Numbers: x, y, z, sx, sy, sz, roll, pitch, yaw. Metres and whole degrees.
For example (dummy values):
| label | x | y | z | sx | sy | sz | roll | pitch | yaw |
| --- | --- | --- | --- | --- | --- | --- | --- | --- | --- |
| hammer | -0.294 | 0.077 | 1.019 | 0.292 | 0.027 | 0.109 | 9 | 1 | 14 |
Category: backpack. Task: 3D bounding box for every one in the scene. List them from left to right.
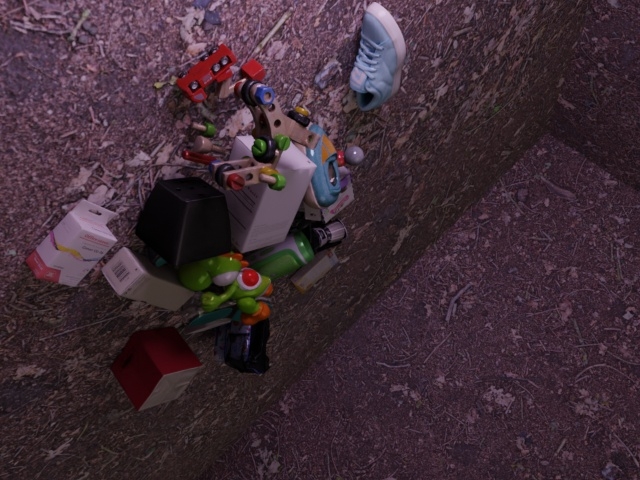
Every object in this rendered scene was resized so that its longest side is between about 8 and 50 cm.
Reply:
| label | x | y | z | sx | sy | sz | roll | pitch | yaw |
| --- | --- | --- | --- | --- | --- | --- | --- | --- | --- |
| backpack | -0.308 | 0.399 | 1.993 | 0.276 | 0.213 | 0.263 | 77 | 22 | -67 |

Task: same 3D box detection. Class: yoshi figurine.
| label | x | y | z | sx | sy | sz | roll | pitch | yaw |
| --- | --- | --- | --- | --- | --- | --- | --- | --- | --- |
| yoshi figurine | -0.305 | 0.128 | 1.518 | 0.203 | 0.203 | 0.362 | -49 | 141 | -10 |

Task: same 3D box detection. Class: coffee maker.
| label | x | y | z | sx | sy | sz | roll | pitch | yaw |
| --- | --- | --- | --- | --- | --- | --- | --- | --- | --- |
| coffee maker | 0.000 | 0.000 | 1.999 | 0.178 | 0.120 | 0.171 | -19 | 146 | -44 |

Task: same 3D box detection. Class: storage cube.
| label | x | y | z | sx | sy | sz | roll | pitch | yaw |
| --- | --- | --- | --- | --- | --- | --- | --- | --- | --- |
| storage cube | -0.565 | 0.438 | 1.689 | 0.184 | 0.193 | 0.215 | -53 | 154 | 16 |

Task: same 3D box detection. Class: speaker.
| label | x | y | z | sx | sy | sz | roll | pitch | yaw |
| --- | --- | --- | --- | --- | --- | --- | --- | --- | --- |
| speaker | -0.177 | 0.079 | 1.726 | 0.296 | 0.131 | 0.131 | -26 | 158 | 10 |

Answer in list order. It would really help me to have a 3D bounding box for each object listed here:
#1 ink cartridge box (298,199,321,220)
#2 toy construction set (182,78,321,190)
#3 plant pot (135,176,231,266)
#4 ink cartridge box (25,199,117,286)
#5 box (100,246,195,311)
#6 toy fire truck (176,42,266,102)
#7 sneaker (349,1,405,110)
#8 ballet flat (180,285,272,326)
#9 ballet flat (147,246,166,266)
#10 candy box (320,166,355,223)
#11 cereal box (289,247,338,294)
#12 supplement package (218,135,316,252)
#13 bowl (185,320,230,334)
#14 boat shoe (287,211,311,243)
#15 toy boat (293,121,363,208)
| label | x | y | z | sx | sy | sz | roll | pitch | yaw |
| --- | --- | --- | --- | --- | --- | --- | --- | --- | --- |
| ink cartridge box | -0.055 | -0.152 | 1.604 | 0.060 | 0.180 | 0.104 | -8 | 175 | 30 |
| toy construction set | -0.148 | -0.222 | 1.180 | 0.237 | 0.308 | 0.257 | 8 | 82 | -49 |
| plant pot | -0.349 | -0.064 | 1.273 | 0.188 | 0.187 | 0.167 | -17 | 131 | -47 |
| ink cartridge box | -0.570 | 0.009 | 1.147 | 0.198 | 0.067 | 0.115 | -47 | 156 | 3 |
| box | -0.488 | 0.118 | 1.405 | 0.094 | 0.113 | 0.275 | -44 | 155 | -1 |
| toy fire truck | -0.226 | -0.374 | 1.122 | 0.192 | 0.047 | 0.135 | -42 | 158 | -6 |
| sneaker | 0.153 | -0.506 | 1.422 | 0.150 | 0.135 | 0.366 | -45 | 156 | -10 |
| ballet flat | -0.337 | 0.218 | 1.769 | 0.409 | 0.147 | 0.147 | 5 | 126 | -55 |
| ballet flat | -0.406 | 0.002 | 1.402 | 0.203 | 0.074 | 0.074 | -31 | 152 | -32 |
| candy box | 0.043 | -0.177 | 1.846 | 0.165 | 0.070 | 0.196 | -41 | 155 | -11 |
| cereal box | -0.027 | 0.136 | 2.261 | 0.240 | 0.047 | 0.173 | -43 | 156 | -7 |
| supplement package | -0.172 | -0.140 | 1.422 | 0.177 | 0.175 | 0.293 | -16 | 143 | -45 |
| bowl | -0.425 | 0.305 | 1.827 | 0.142 | 0.053 | 0.142 | -22 | 168 | 31 |
| boat shoe | -0.082 | -0.077 | 1.747 | 0.127 | 0.113 | 0.340 | -35 | 154 | -22 |
| toy boat | 0.029 | -0.248 | 1.547 | 0.318 | 0.148 | 0.268 | -37 | 117 | -62 |
